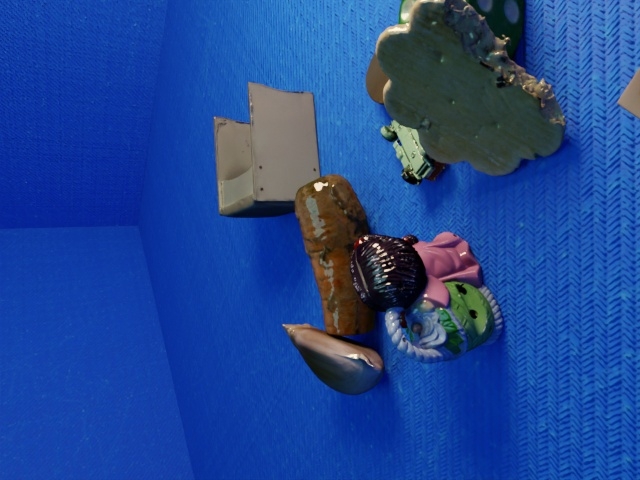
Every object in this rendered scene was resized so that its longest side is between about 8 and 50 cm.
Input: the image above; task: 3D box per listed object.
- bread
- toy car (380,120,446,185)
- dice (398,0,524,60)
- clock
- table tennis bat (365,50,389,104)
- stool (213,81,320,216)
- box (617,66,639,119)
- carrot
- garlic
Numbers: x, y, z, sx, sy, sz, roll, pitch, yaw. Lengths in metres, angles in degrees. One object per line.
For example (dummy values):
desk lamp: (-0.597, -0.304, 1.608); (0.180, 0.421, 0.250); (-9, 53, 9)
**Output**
bread: (0.174, -0.180, 0.581); (0.039, 0.251, 0.182); (-56, 14, -27)
toy car: (0.151, -0.159, 0.745); (0.073, 0.054, 0.143); (-57, 38, 42)
dice: (0.184, -0.291, 0.614); (0.128, 0.120, 0.131); (5, 98, 58)
clock: (0.145, 0.074, 0.641); (0.100, 0.195, 0.194); (-48, 51, 45)
table tennis bat: (0.132, -0.272, 0.748); (0.131, 0.022, 0.234); (-51, 35, 30)
stool: (-0.136, -0.199, 1.104); (0.243, 0.170, 0.270); (-8, 85, 58)
box: (0.357, -0.162, 0.355); (0.201, 0.058, 0.141); (100, 150, -46)
carrot: (0.035, 0.025, 0.881); (0.138, 0.138, 0.302); (-3, 97, 59)
garlic: (0.056, 0.227, 0.848); (0.266, 0.148, 0.129); (-7, 80, 52)
